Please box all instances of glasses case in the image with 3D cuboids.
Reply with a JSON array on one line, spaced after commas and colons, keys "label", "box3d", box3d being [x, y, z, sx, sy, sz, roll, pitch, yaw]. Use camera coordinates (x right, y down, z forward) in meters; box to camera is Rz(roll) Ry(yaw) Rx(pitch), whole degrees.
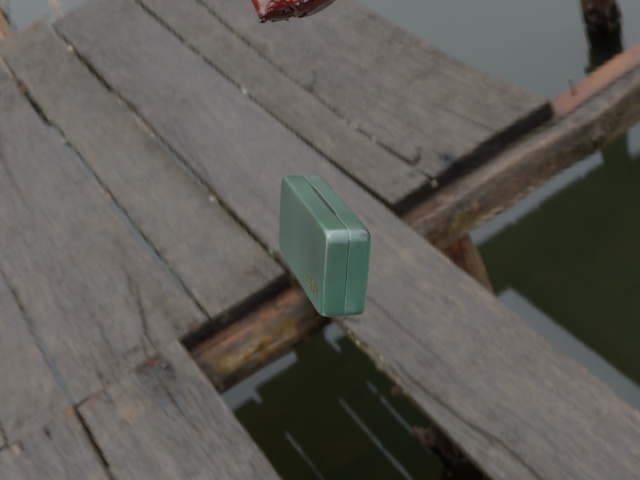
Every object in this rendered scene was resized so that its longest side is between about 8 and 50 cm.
[{"label": "glasses case", "box3d": [0.000, 0.000, 0.969, 0.039, 0.078, 0.184, -1, 19, -14]}]

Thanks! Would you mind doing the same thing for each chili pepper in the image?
[{"label": "chili pepper", "box3d": [-0.080, -0.497, 1.855, 0.136, 0.252, 0.144, -25, 7, -22]}]
